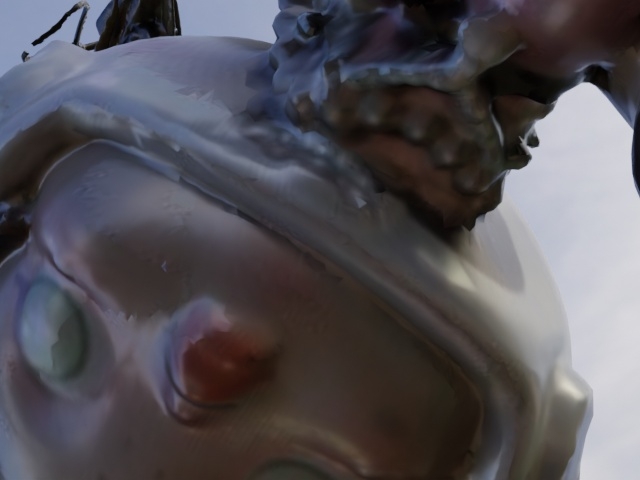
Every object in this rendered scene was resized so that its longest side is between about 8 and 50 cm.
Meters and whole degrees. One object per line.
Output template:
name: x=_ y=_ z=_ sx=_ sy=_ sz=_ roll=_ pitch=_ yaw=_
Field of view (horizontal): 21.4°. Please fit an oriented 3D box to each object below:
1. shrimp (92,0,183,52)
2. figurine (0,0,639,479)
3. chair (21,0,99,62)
shrimp: x=-0.075 y=-0.028 z=0.850 sx=0.169 sy=0.058 sz=0.296 roll=-26 pitch=-34 yaw=-43
figurine: x=0.007 y=0.006 z=0.583 sx=0.361 sy=0.253 sz=0.211 roll=-57 pitch=-20 yaw=22
chair: x=-0.220 y=-0.005 z=1.308 sx=0.326 sy=0.170 sz=0.160 roll=-49 pitch=-20 yaw=3
